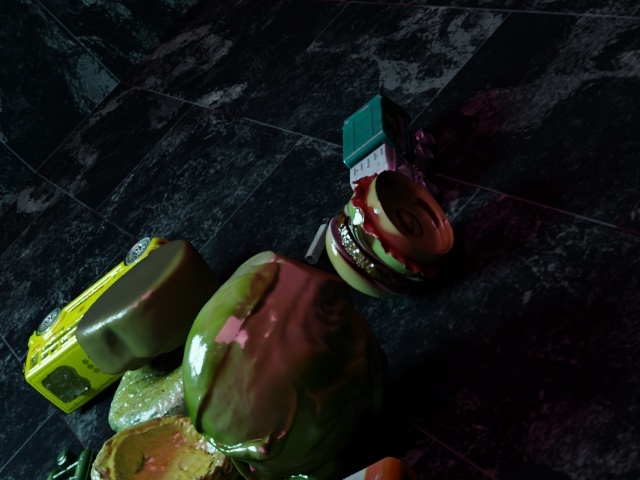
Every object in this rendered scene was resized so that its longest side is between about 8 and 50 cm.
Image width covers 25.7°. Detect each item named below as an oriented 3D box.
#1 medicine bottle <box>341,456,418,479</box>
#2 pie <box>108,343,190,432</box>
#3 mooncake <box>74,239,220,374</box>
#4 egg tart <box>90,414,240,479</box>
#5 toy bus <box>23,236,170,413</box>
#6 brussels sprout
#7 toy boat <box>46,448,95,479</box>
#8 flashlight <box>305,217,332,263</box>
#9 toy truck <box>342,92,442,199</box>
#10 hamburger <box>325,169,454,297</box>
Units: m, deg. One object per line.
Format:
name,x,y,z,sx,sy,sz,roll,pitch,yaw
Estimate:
medicine bottle,0.022,0.344,1.480,0.222,0.112,0.149,-32,27,27
pie,-0.217,0.208,2.146,0.277,0.078,0.277,-39,18,15
mooncake,-0.253,0.101,2.144,0.235,0.117,0.235,-37,13,10
egg tart,-0.198,0.309,1.868,0.213,0.090,0.212,-6,22,2
toy bus,-0.343,0.144,2.358,0.330,0.144,0.152,-37,25,21
brussels sprout,-0.041,0.165,1.684,0.227,0.259,0.294,10,89,23
toy boat,-0.397,0.402,2.138,0.104,0.052,0.210,-30,26,24
flashlight,0.000,0.000,2.190,0.018,0.018,0.083,-20,34,44
toy truck,0.101,-0.121,2.104,0.114,0.124,0.253,-38,23,21
hamburger,0.086,0.003,1.885,0.137,0.175,0.175,-47,20,30
